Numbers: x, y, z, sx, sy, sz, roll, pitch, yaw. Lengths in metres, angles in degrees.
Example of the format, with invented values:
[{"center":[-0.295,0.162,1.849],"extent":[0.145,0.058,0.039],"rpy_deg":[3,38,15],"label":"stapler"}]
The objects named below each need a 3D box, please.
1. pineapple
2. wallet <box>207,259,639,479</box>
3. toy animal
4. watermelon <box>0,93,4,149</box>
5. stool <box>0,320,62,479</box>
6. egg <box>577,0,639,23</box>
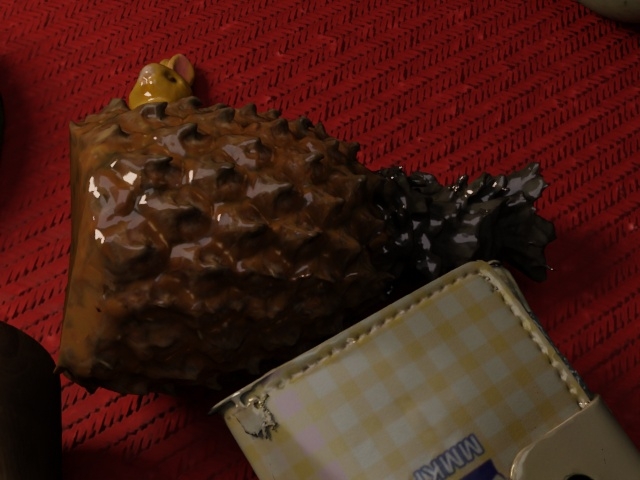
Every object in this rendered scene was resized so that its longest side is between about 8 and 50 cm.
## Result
[{"center":[0.000,0.000,0.606],"extent":[0.362,0.202,0.202],"rpy_deg":[-2,59,-16],"label":"pineapple"},{"center":[0.104,0.181,0.516],"extent":[0.223,0.077,0.309],"rpy_deg":[-28,81,-13],"label":"wallet"},{"center":[-0.141,-0.108,0.731],"extent":[0.083,0.070,0.159],"rpy_deg":[1,55,1],"label":"toy animal"},{"center":[-0.372,-0.118,0.665],"extent":[0.176,0.260,0.256],"rpy_deg":[-2,42,12],"label":"watermelon"},{"center":[-0.229,0.188,0.462],"extent":[0.179,0.179,0.264],"rpy_deg":[-9,51,-7],"label":"stool"},{"center":[0.284,-0.287,0.797],"extent":[0.149,0.149,0.192],"rpy_deg":[-25,62,-16],"label":"egg"}]
